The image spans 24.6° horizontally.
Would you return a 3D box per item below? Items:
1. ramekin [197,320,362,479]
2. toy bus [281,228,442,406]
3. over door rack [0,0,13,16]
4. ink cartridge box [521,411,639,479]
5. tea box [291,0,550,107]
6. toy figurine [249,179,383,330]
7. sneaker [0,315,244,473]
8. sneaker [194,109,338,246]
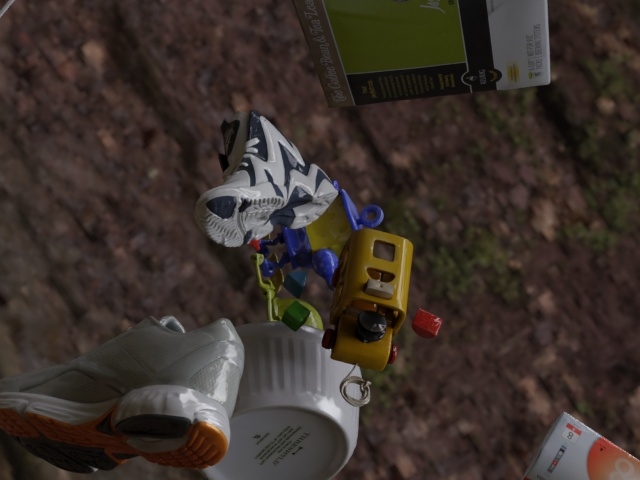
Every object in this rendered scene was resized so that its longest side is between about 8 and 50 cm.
[{"bbox_3d":[-0.070,0.246,2.043,0.273,0.273,0.127,52,21,-40],"label":"ramekin"},{"bbox_3d":[0.066,0.083,1.936,0.202,0.191,0.104,50,-33,18],"label":"toy bus"},{"bbox_3d":[-0.378,-0.326,1.703,0.239,0.324,0.108,29,-23,39],"label":"over door rack"},{"bbox_3d":[0.352,0.347,2.029,0.145,0.179,0.045,33,-30,3],"label":"ink cartridge box"},{"bbox_3d":[0.134,-0.356,1.951,0.329,0.323,0.220,68,17,-66],"label":"tea box"},{"bbox_3d":[0.000,0.000,2.323,0.191,0.217,0.362,68,3,-52],"label":"toy figurine"},{"bbox_3d":[-0.165,0.120,1.218,0.099,0.262,0.121,53,46,-40],"label":"sneaker"},{"bbox_3d":[-0.096,-0.084,1.749,0.235,0.094,0.153,-17,61,-48],"label":"sneaker"}]
